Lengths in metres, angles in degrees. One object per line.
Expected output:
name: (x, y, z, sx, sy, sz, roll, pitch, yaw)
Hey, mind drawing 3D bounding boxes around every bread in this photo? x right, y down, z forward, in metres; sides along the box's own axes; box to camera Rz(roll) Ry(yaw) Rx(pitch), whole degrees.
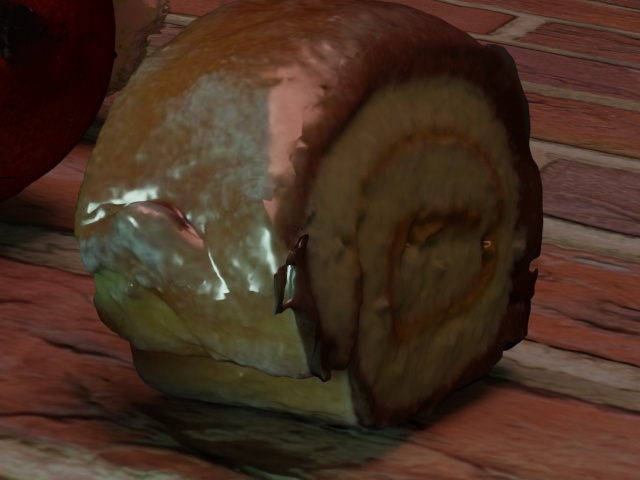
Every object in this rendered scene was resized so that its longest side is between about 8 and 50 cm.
bread: (-0.002, -0.012, 0.778, 0.123, 0.190, 0.244, 2, 14, 29)

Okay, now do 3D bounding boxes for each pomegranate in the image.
pomegranate: (-0.229, -0.116, 0.970, 0.235, 0.210, 0.210, 3, 16, -8)

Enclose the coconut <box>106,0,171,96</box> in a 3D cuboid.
coconut: (-0.232, -0.191, 1.244, 0.233, 0.233, 0.245, 2, 24, -23)
